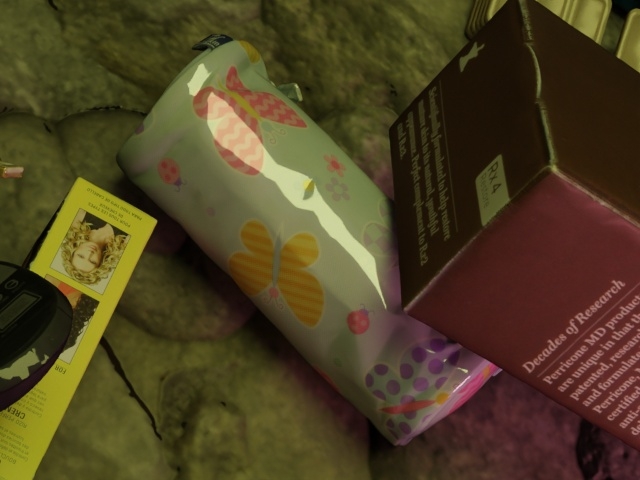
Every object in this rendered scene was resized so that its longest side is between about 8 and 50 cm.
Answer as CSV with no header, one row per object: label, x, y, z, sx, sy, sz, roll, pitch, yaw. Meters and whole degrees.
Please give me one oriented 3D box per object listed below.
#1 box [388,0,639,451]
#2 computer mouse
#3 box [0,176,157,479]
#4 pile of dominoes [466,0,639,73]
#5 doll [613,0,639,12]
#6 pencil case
box,0.230,0.035,1.181,0.381,0.143,0.191,33,30,-22
computer mouse,-0.207,0.023,1.058,0.262,0.060,0.184,12,44,35
box,-0.170,0.080,1.090,0.058,0.087,0.232,29,54,-10
pile of dominoes,0.233,-0.140,1.416,0.251,0.040,0.196,23,74,-15
doll,0.254,-0.223,1.475,0.189,0.046,0.129,-15,76,-23
pencil case,0.000,0.000,1.195,0.273,0.113,0.124,46,33,6
